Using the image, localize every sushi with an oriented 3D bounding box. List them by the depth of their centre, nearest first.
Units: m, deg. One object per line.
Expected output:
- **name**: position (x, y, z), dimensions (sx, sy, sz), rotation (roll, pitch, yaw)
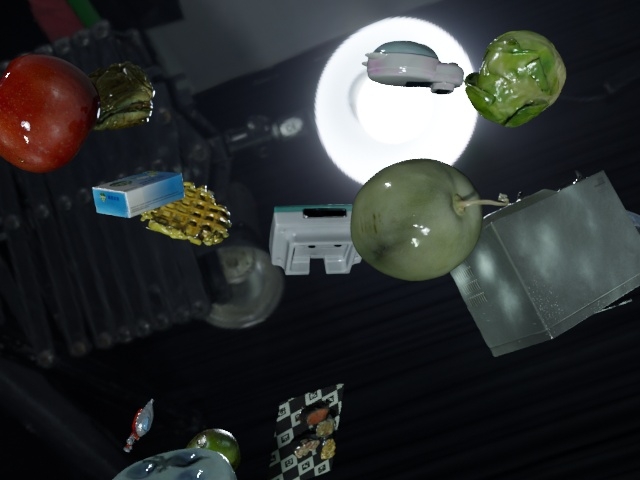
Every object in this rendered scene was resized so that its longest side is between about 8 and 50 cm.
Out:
- **sushi**: position (-0.021, 0.470, 1.802), dimensions (0.043, 0.192, 0.279), rotation (39, 128, 45)

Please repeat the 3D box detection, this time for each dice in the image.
- **dice**: position (-0.280, 0.594, 1.546), dimensions (0.268, 0.264, 0.262), rotation (-138, 39, -66)

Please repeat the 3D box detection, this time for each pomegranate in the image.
- **pomegranate**: position (-0.295, 0.617, 2.156), dimensions (0.205, 0.159, 0.159), rotation (44, 164, 54)

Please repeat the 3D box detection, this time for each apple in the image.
- **apple**: position (-0.617, -0.275, 1.707), dimensions (0.216, 0.260, 0.260), rotation (35, -152, -27)

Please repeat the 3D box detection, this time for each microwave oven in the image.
- **microwave oven**: position (0.583, 0.048, 1.992), dimensions (0.374, 0.432, 0.236), rotation (64, 150, 6)

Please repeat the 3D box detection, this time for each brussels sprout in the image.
- **brussels sprout**: position (0.562, -0.465, 2.231), dimensions (0.227, 0.294, 0.259), rotation (-112, 30, -51)

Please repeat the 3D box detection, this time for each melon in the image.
- **melon**: position (0.194, -0.040, 1.605), dimensions (0.308, 0.271, 0.272), rotation (119, 140, -60)

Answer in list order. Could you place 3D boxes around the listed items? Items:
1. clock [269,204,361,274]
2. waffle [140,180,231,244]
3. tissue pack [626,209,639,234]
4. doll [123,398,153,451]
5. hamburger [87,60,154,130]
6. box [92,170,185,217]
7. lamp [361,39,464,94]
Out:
- **clock**: position (0.000, 0.000, 2.065), dimensions (0.231, 0.262, 0.116), rotation (107, 159, -64)
- **waffle**: position (-0.414, -0.084, 2.403), dimensions (0.280, 0.060, 0.262), rotation (-17, -123, -40)
- **tissue pack**: position (0.937, 0.029, 2.209), dimensions (0.073, 0.235, 0.173), rotation (115, 175, -71)
- **doll**: position (-0.368, 0.379, 1.596), dimensions (0.039, 0.114, 0.057), rotation (24, 173, 33)
- **hamburger**: position (-0.533, -0.359, 2.021), dimensions (0.183, 0.206, 0.130), rotation (54, 158, 34)
- **box**: position (-0.477, -0.125, 2.051), dimensions (0.194, 0.139, 0.073), rotation (-27, -62, -47)
- **lamp**: position (0.223, -0.416, 1.846), dimensions (0.179, 0.246, 0.108), rotation (-97, 18, -84)
